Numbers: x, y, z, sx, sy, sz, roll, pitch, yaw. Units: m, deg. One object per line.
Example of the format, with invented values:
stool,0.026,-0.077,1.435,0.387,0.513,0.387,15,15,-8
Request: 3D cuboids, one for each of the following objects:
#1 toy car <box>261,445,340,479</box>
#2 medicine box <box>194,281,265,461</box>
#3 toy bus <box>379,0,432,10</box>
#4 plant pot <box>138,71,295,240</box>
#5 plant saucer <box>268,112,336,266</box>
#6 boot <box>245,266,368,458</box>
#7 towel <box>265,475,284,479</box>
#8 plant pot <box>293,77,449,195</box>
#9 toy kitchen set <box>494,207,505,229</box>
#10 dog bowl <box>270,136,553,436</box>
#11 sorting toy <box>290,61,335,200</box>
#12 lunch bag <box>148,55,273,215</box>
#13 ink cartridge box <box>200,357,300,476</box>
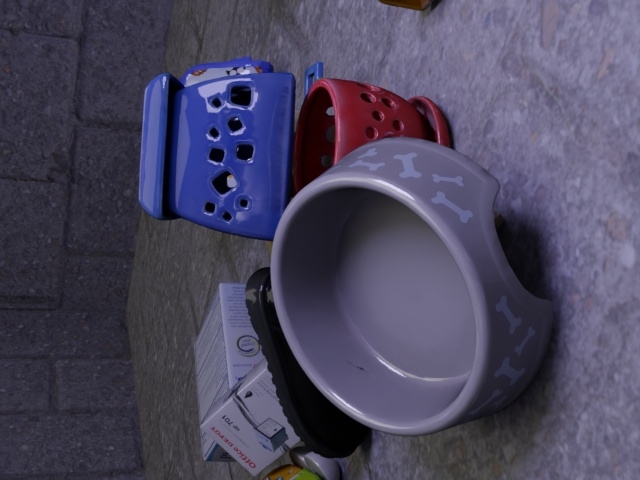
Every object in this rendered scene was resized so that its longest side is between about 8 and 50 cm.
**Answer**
toy car,-0.037,0.448,1.377,0.136,0.159,0.182,58,157,-5
medicine box,-0.157,0.276,1.670,0.263,0.149,0.289,120,146,-50
toy bus,0.121,-0.424,1.108,0.202,0.104,0.191,-121,40,-55
plant pot,-0.146,-0.126,1.186,0.236,0.212,0.236,-105,20,-87
plant saucer,0.000,0.000,1.397,0.333,0.081,0.333,125,143,-53
boot,0.056,0.174,1.158,0.260,0.131,0.348,-8,116,36
towel,-0.012,0.543,1.198,0.370,0.040,0.271,54,146,15
plant pot,0.068,-0.118,1.103,0.191,0.174,0.191,-177,90,-68
toy kitchen set,0.185,-0.003,0.983,0.083,0.075,0.068,-40,38,7
dog bowl,0.082,0.062,0.915,0.348,0.102,0.349,17,116,38
sorting toy,-0.035,-0.122,1.329,0.196,0.047,0.348,-148,63,-66
lunch bag,-0.238,-0.221,1.858,0.385,0.239,0.328,-7,80,53
ink cartridge box,-0.095,0.302,1.408,0.190,0.139,0.082,-44,7,24
